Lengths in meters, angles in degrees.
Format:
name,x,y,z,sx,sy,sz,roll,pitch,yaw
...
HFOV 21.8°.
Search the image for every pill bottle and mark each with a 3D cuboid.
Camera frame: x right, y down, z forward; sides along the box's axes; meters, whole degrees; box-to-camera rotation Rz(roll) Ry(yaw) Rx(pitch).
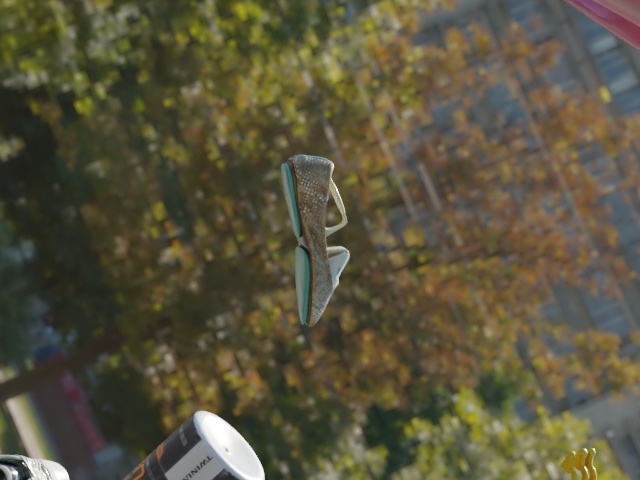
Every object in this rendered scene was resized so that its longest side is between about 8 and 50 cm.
name,x,y,z,sx,sy,sz,roll,pitch,yaw
pill bottle,-0.199,0.344,2.138,0.130,0.246,0.130,44,11,-11

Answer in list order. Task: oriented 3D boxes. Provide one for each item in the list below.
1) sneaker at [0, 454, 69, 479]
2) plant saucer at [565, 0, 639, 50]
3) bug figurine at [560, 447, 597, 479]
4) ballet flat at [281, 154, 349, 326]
name,x,y,z,sx,sy,sz,roll,pitch,yaw
sneaker,-0.393,0.318,2.155,0.090,0.095,0.235,57,24,16
plant saucer,0.341,-0.183,1.445,0.332,0.084,0.332,30,8,-5
bug figurine,0.204,0.347,1.763,0.072,0.216,0.279,54,-47,36
ballet flat,0.000,0.000,1.923,0.073,0.067,0.206,-130,-147,-66
